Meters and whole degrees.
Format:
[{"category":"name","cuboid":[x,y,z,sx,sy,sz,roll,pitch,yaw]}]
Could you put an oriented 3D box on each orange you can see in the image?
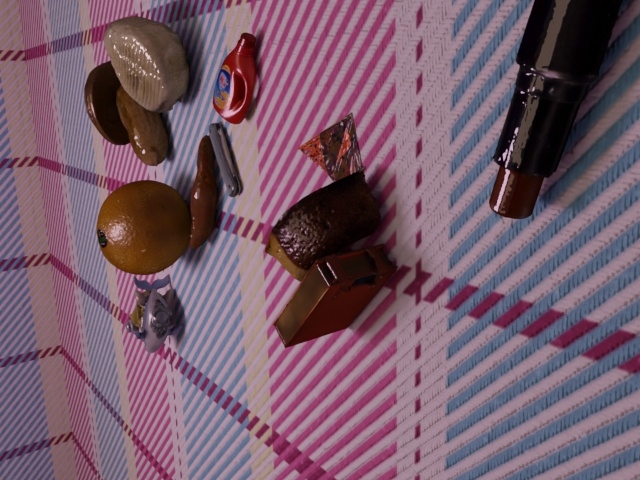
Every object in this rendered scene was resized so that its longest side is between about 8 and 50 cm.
[{"category":"orange","cuboid":[-0.409,-0.029,1.524,0.236,0.236,0.236,21,116,53]}]

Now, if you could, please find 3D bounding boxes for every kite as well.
[{"category":"kite","cuboid":[0.032,-0.142,1.017,0.222,0.008,0.125,47,133,39]}]

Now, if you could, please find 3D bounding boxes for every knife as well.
[{"category":"knife","cuboid":[-0.194,-0.167,1.333,0.044,0.023,0.162,-37,68,50]}]

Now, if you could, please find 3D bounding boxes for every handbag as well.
[{"category":"handbag","cuboid":[0.020,0.083,0.985,0.063,0.127,0.190,61,143,23]}]

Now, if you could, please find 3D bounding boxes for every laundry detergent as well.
[{"category":"laundry detergent","cuboid":[-0.151,-0.301,1.209,0.097,0.049,0.165,52,137,25]}]

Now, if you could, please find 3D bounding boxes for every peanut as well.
[{"category":"peanut","cuboid":[-0.431,-0.285,1.598,0.226,0.095,0.108,67,160,12]}]

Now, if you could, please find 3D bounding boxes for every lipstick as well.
[{"category":"lipstick","cuboid":[0.229,-0.159,0.645,0.081,0.081,0.299,39,128,45]}]

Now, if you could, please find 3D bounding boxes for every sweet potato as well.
[{"category":"sweet potato","cuboid":[-0.251,-0.094,1.411,0.078,0.058,0.255,-126,41,-66]}]

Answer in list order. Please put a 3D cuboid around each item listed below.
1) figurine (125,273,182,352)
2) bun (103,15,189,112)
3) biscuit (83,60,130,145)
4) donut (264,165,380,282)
[{"category":"figurine","cuboid":[-0.443,0.193,1.725,0.184,0.128,0.208,3,93,59]},{"category":"bun","cuboid":[-0.367,-0.390,1.431,0.220,0.134,0.220,34,149,24]},{"category":"biscuit","cuboid":[-0.517,-0.342,1.638,0.049,0.181,0.208,5,108,27]},{"category":"donut","cuboid":[-0.001,0.000,0.993,0.085,0.141,0.217,57,149,16]}]
